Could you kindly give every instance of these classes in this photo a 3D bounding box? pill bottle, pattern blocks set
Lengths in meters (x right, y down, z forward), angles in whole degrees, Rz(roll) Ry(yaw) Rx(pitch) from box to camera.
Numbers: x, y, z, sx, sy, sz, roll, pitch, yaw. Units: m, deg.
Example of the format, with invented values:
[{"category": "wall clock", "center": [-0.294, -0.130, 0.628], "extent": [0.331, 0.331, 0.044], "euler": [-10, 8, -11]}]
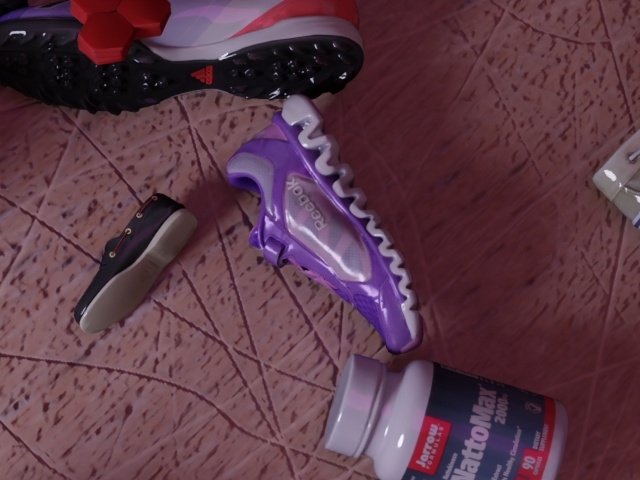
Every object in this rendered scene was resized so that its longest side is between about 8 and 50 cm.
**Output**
[{"category": "pill bottle", "center": [0.099, 0.156, 1.499], "extent": [0.180, 0.108, 0.108], "euler": [17, 75, -4]}, {"category": "pattern blocks set", "center": [-0.153, -0.297, 1.550], "extent": [0.285, 0.026, 0.325], "euler": [37, 61, 21]}]

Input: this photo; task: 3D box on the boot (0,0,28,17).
[{"category": "boot", "center": [-0.427, -0.231, 1.514], "extent": [0.338, 0.118, 0.223], "euler": [-16, 73, -17]}]

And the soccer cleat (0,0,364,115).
[{"category": "soccer cleat", "center": [-0.125, -0.181, 1.559], "extent": [0.318, 0.108, 0.116], "euler": [-3, 58, -8]}]

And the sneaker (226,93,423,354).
[{"category": "sneaker", "center": [0.000, 0.000, 1.535], "extent": [0.104, 0.095, 0.236], "euler": [-30, 78, -7]}]

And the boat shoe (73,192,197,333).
[{"category": "boat shoe", "center": [-0.158, 0.019, 1.528], "extent": [0.042, 0.049, 0.133], "euler": [34, 80, 29]}]

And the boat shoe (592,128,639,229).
[{"category": "boat shoe", "center": [0.356, -0.134, 1.608], "extent": [0.094, 0.109, 0.302], "euler": [39, 77, 4]}]
